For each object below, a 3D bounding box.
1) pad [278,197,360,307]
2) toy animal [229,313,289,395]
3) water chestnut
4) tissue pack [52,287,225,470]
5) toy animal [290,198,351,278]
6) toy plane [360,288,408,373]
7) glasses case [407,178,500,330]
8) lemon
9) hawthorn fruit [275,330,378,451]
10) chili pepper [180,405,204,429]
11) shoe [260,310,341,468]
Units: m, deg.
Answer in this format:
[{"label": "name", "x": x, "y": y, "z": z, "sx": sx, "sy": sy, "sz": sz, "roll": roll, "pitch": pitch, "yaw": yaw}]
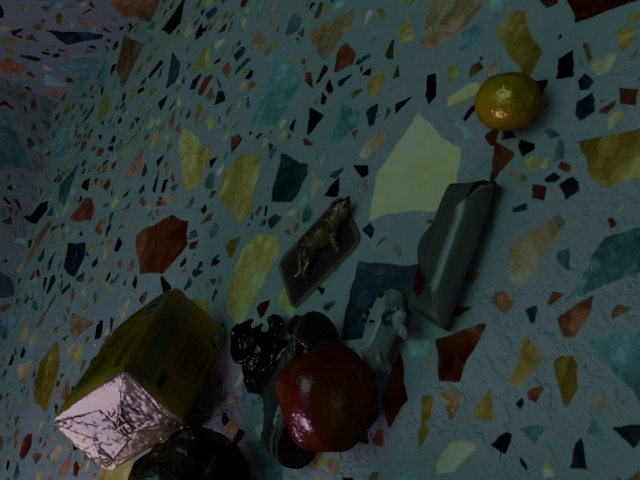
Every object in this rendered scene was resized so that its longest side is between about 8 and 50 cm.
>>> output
[{"label": "pad", "x": -0.008, "y": 0.029, "z": 1.916, "sx": 0.266, "sy": 0.002, "sz": 0.176, "roll": -47, "pitch": 41, "yaw": 24}, {"label": "toy animal", "x": -0.137, "y": 0.278, "z": 1.886, "sx": 0.219, "sy": 0.116, "sz": 0.179, "roll": 10, "pitch": 108, "yaw": 47}, {"label": "water chestnut", "x": -0.290, "y": 0.567, "z": 1.759, "sx": 0.244, "sy": 0.289, "sz": 0.289, "roll": 110, "pitch": 157, "yaw": -50}, {"label": "tissue pack", "x": -0.442, "y": 0.340, "z": 1.968, "sx": 0.293, "sy": 0.228, "sz": 0.382, "roll": -34, "pitch": 16, "yaw": 23}, {"label": "toy animal", "x": 0.000, "y": 0.000, "z": 1.880, "sx": 0.241, "sy": 0.057, "sz": 0.099, "roll": -46, "pitch": 35, "yaw": 27}, {"label": "toy plane", "x": 0.131, "y": 0.183, "z": 1.600, "sx": 0.174, "sy": 0.080, "sz": 0.174, "roll": -55, "pitch": 23, "yaw": 38}, {"label": "glasses case", "x": 0.247, "y": 0.015, "z": 1.543, "sx": 0.128, "sy": 0.083, "sz": 0.307, "roll": 14, "pitch": 82, "yaw": 52}, {"label": "lemon", "x": 0.363, "y": -0.271, "z": 1.531, "sx": 0.155, "sy": 0.114, "sz": 0.114, "roll": 4, "pitch": 74, "yaw": 55}, {"label": "hawthorn fruit", "x": 0.005, "y": 0.292, "z": 1.554, "sx": 0.205, "sy": 0.253, "sz": 0.205, "roll": -19, "pitch": 19, "yaw": 7}, {"label": "chili pepper", "x": -0.395, "y": 0.492, "z": 2.091, "sx": 0.368, "sy": 0.092, "sz": 0.136, "roll": -19, "pitch": 72, "yaw": 53}, {"label": "shoe", "x": -0.058, "y": 0.322, "z": 1.735, "sx": 0.171, "sy": 0.132, "sz": 0.336, "roll": -5, "pitch": 70, "yaw": 60}]
